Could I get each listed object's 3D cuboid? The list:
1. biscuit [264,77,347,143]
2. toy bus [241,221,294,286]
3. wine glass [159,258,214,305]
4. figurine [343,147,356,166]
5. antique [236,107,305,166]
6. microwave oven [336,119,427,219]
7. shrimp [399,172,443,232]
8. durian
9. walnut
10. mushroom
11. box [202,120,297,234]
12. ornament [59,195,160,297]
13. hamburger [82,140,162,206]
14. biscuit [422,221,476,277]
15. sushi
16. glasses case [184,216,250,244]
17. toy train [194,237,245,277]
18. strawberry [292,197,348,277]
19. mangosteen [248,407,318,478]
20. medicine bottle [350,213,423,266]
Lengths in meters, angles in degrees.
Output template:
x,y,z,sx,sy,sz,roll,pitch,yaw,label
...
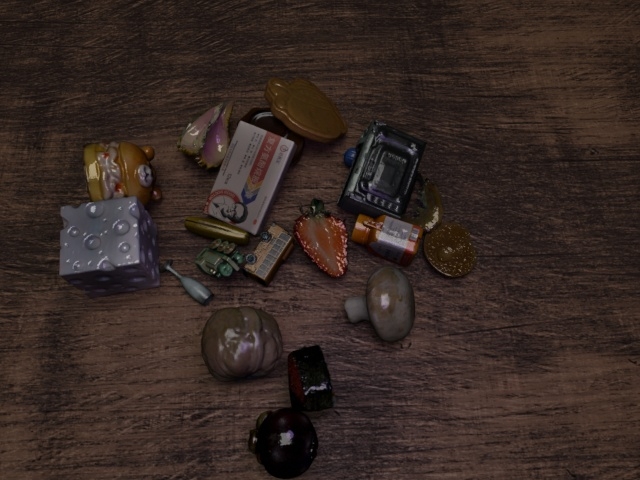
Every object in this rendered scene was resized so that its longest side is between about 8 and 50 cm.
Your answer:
x,y,z,sx,sy,sz,roll,pitch,yaw,label
-0.058,-0.505,1.885,0.312,0.057,0.351,2,51,-35,biscuit
-0.172,0.048,1.704,0.114,0.098,0.200,29,70,8,toy bus
-0.449,0.144,1.680,0.198,0.066,0.066,36,71,12,wine glass
0.154,-0.287,1.873,0.087,0.086,0.149,-42,84,8,figurine
-0.184,-0.395,1.877,0.278,0.129,0.223,42,75,17,antique
0.214,-0.233,1.741,0.238,0.181,0.294,22,78,-4,microwave oven
0.352,-0.130,1.807,0.174,0.058,0.253,-17,56,8,shrimp
-0.442,-0.396,1.869,0.196,0.185,0.304,3,61,21,durian
-0.238,0.311,1.521,0.249,0.248,0.248,0,67,-1,walnut
0.184,0.205,1.593,0.244,0.243,0.243,0,67,-1,mushroom
-0.249,-0.219,1.767,0.215,0.069,0.352,24,94,9,box
-0.677,0.025,1.629,0.240,0.239,0.239,-9,68,-6,ornament
-0.681,-0.215,1.730,0.237,0.276,0.276,-9,67,-17,hamburger
0.448,0.038,1.745,0.181,0.049,0.207,-10,66,-5,biscuit
-0.028,0.412,1.492,0.127,0.136,0.225,-11,23,0,sushi
-0.361,-0.033,1.745,0.235,0.079,0.064,14,75,5,glasses case
-0.331,0.064,1.662,0.125,0.080,0.194,-51,35,-18,toy train
0.000,0.000,1.720,0.189,0.106,0.285,-15,81,-21,strawberry
-0.120,0.577,1.441,0.231,0.194,0.194,4,65,25,mangosteen
0.224,-0.009,1.707,0.222,0.149,0.111,19,69,7,medicine bottle
